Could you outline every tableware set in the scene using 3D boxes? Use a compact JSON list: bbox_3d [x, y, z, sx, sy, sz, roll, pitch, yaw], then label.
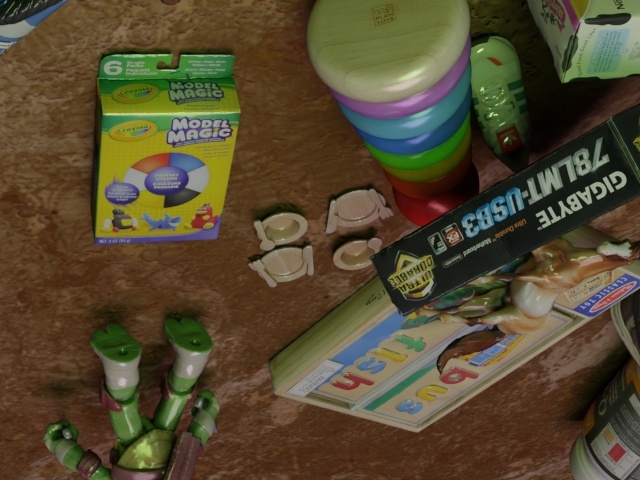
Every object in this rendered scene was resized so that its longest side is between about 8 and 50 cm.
[{"bbox_3d":[0.000,0.000,1.365,0.168,0.020,0.141,-12,144,-1],"label":"tableware set"}]

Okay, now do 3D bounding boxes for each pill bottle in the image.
[{"bbox_3d":[0.465,0.257,1.740,0.162,0.162,0.278,1,142,-19],"label":"pill bottle"}]

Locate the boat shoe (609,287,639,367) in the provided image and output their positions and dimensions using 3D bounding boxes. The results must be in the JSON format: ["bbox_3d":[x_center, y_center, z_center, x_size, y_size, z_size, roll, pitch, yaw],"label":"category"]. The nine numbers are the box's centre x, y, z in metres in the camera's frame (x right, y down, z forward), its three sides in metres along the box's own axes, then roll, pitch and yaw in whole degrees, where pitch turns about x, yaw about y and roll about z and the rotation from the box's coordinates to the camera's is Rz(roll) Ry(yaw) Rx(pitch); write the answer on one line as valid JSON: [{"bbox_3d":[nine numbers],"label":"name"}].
[{"bbox_3d":[0.460,0.173,1.540,0.102,0.285,0.092,-31,-177,1],"label":"boat shoe"}]

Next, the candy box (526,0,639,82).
[{"bbox_3d":[0.294,-0.218,1.039,0.233,0.159,0.071,-7,141,-9],"label":"candy box"}]

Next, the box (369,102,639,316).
[{"bbox_3d":[0.235,-0.054,1.112,0.295,0.073,0.293,-25,174,-44],"label":"box"}]

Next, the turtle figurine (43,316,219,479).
[{"bbox_3d":[-0.226,0.202,1.502,0.197,0.275,0.266,13,121,1],"label":"turtle figurine"}]

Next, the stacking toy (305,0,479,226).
[{"bbox_3d":[0.094,-0.112,1.160,0.141,0.141,0.330,-18,150,7],"label":"stacking toy"}]

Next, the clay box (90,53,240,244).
[{"bbox_3d":[-0.150,-0.083,1.175,0.127,0.053,0.222,-3,144,-14],"label":"clay box"}]

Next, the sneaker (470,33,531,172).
[{"bbox_3d":[0.177,-0.128,1.196,0.057,0.075,0.161,-18,145,7],"label":"sneaker"}]

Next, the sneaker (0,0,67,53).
[{"bbox_3d":[-0.273,-0.185,0.994,0.211,0.080,0.081,-21,165,12],"label":"sneaker"}]

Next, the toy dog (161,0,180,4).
[{"bbox_3d":[-0.107,-0.291,0.811,0.220,0.161,0.334,-16,144,4],"label":"toy dog"}]

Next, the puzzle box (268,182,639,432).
[{"bbox_3d":[0.165,0.102,1.530,0.272,0.052,0.409,20,133,-38],"label":"puzzle box"}]

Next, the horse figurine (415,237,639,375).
[{"bbox_3d":[0.218,0.058,1.379,0.174,0.066,0.263,4,143,-26],"label":"horse figurine"}]
